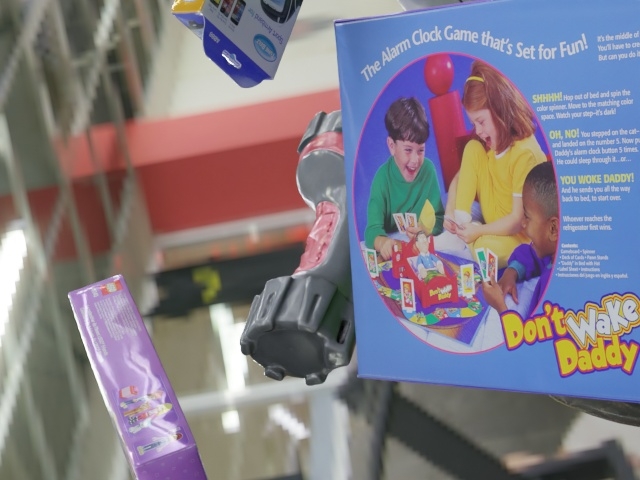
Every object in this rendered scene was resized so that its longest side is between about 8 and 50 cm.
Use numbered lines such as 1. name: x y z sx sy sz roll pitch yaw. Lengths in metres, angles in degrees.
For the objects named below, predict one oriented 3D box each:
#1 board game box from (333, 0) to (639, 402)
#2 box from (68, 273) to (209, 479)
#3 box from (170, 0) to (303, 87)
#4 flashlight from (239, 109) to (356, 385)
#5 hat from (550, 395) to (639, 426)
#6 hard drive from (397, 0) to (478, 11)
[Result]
1. board game box: 0.152 -0.029 1.090 0.347 0.078 0.233 1 96 51
2. box: -0.141 0.184 1.627 0.293 0.057 0.201 -123 16 -58
3. box: -0.042 -0.162 1.135 0.081 0.028 0.136 40 -115 -47
4. flashlight: 0.000 0.000 1.669 0.103 0.103 0.304 37 -140 -13
5. hat: 0.233 0.061 1.420 0.331 0.331 0.134 -90 8 -61
6. hard drive: 0.187 -0.183 1.290 0.353 0.233 0.047 45 -159 -50
